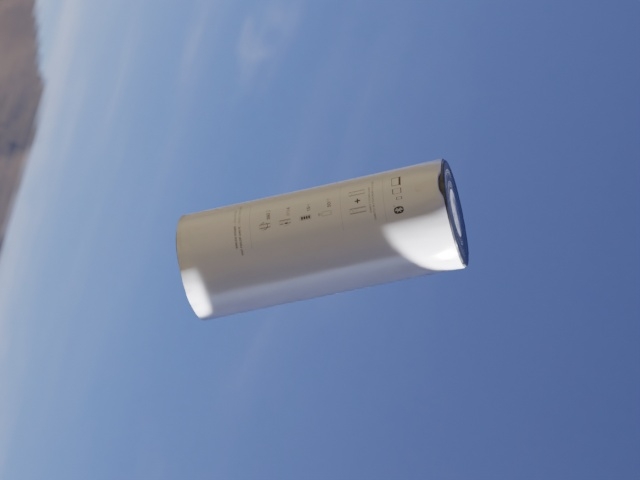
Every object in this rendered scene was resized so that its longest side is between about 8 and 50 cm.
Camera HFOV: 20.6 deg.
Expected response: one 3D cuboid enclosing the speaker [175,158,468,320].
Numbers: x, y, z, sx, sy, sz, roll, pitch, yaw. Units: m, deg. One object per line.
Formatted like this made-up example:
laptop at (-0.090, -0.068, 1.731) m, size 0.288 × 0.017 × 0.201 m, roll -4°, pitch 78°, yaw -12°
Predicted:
speaker at (0.000, 0.000, 0.856) m, size 0.055 × 0.136 × 0.055 m, roll -12°, pitch 90°, yaw -79°
